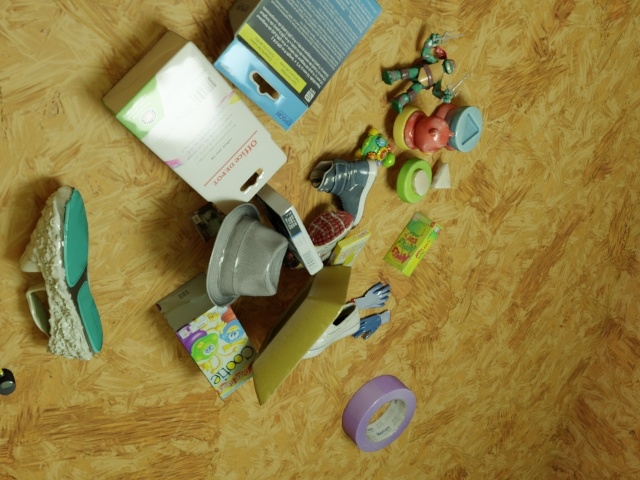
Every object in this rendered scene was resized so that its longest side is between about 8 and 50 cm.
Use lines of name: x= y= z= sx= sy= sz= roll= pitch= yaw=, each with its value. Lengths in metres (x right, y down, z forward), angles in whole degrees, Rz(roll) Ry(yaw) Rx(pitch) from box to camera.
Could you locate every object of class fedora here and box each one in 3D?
fedora: x=-0.146 y=0.046 z=1.325 sx=0.275 sy=0.124 sz=0.244 roll=62 pitch=44 yaw=-79

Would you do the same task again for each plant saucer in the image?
plant saucer: x=-0.057 y=0.213 z=1.508 sx=0.081 sy=0.333 sz=0.333 roll=37 pitch=105 yaw=-4

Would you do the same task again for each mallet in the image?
mallet: x=-0.688 y=0.244 z=1.235 sx=0.039 sy=0.062 sz=0.190 roll=-22 pitch=126 yaw=-27

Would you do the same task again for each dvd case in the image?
dvd case: x=-0.249 y=-0.061 z=1.423 sx=0.119 sy=0.013 sz=0.087 roll=-37 pitch=132 yaw=-15

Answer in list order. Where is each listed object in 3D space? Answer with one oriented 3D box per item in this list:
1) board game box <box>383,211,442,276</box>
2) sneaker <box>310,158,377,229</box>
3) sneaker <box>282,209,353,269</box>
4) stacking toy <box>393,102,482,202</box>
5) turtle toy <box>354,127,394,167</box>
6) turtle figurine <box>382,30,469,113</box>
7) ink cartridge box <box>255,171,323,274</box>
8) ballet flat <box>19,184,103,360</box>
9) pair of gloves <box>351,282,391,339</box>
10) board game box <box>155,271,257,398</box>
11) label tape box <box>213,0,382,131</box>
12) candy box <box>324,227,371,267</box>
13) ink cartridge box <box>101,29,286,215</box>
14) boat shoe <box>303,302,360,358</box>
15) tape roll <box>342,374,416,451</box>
board game box: x=0.285 y=0.010 z=1.814 sx=0.043 sy=0.092 sz=0.181 roll=32 pitch=94 yaw=-44
sneaker: x=0.042 y=-0.122 z=1.565 sx=0.163 sy=0.086 sz=0.226 roll=-2 pitch=131 yaw=-22
sneaker: x=0.000 y=0.000 z=1.584 sx=0.225 sy=0.088 sz=0.092 roll=-38 pitch=151 yaw=21
stacking toy: x=0.345 y=-0.239 z=1.643 sx=0.308 sy=0.130 sz=0.280 roll=-19 pitch=120 yaw=-40
turtle toy: x=0.156 y=-0.239 z=1.587 sx=0.095 sy=0.066 sz=0.130 roll=-58 pitch=145 yaw=5
turtle figurine: x=0.284 y=-0.432 z=1.535 sx=0.234 sy=0.118 sz=0.175 roll=-26 pitch=95 yaw=-6
ink cartridge box: x=-0.090 y=-0.043 z=1.423 sx=0.045 sy=0.208 sz=0.206 roll=-34 pitch=130 yaw=-9
ballet flat: x=-0.546 y=0.085 z=1.212 sx=0.146 sy=0.147 sz=0.409 roll=-15 pitch=122 yaw=-30
pair of gloves: x=0.165 y=0.231 z=1.901 sx=0.159 sy=0.023 sz=0.198 roll=-18 pitch=124 yaw=-26
board game box: x=-0.274 y=0.244 z=1.493 sx=0.144 sy=0.142 sz=0.275 roll=-35 pitch=131 yaw=-16
label tape box: x=-0.062 y=-0.452 z=1.272 sx=0.348 sy=0.115 sz=0.249 roll=-52 pitch=133 yaw=3
candy box: x=0.066 y=0.046 z=1.643 sx=0.105 sy=0.027 sz=0.206 roll=-24 pitch=158 yaw=-28
ink cartridge box: x=-0.252 y=-0.232 z=1.247 sx=0.207 sy=0.119 sz=0.353 roll=-47 pitch=133 yaw=-4
boat shoe: x=0.012 y=0.264 z=1.756 sx=0.267 sy=0.096 sz=0.088 roll=-19 pitch=121 yaw=-29
tape roll: x=0.213 y=0.625 z=2.121 sx=0.274 sy=0.090 sz=0.275 roll=-18 pitch=125 yaw=-27
